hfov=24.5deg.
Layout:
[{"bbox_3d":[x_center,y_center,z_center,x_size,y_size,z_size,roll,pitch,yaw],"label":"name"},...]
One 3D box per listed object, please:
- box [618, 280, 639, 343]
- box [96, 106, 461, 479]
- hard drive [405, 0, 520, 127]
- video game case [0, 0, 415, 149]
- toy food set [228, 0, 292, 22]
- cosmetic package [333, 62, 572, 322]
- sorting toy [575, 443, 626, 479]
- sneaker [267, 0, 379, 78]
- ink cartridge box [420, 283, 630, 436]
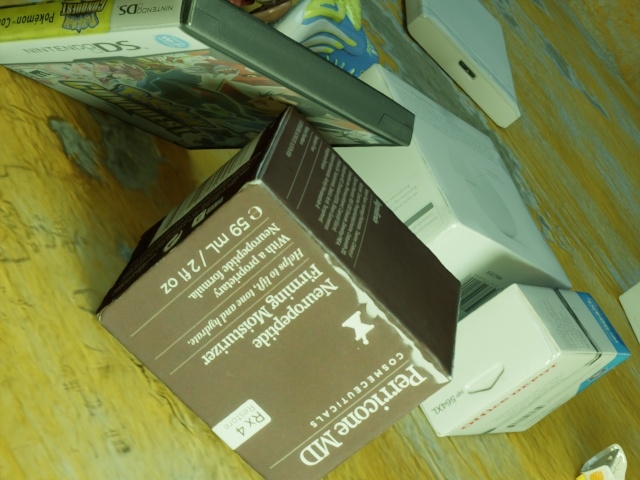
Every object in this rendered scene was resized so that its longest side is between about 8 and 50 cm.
[{"bbox_3d":[0.544,0.097,2.149,0.091,0.170,0.130,35,27,-36],"label":"box"},{"bbox_3d":[-0.024,0.044,1.101,0.203,0.168,0.167,45,21,-11],"label":"box"},{"bbox_3d":[0.225,-0.346,2.406,0.233,0.047,0.353,43,22,-20],"label":"hard drive"},{"bbox_3d":[-0.102,-0.127,1.169,0.275,0.248,0.035,24,73,-50],"label":"video game case"},{"bbox_3d":[-0.069,-0.278,1.625,0.071,0.128,0.218,70,26,-15],"label":"toy food set"},{"bbox_3d":[0.111,-0.028,1.532,0.224,0.138,0.225,26,33,-47],"label":"cosmetic package"},{"bbox_3d":[0.315,0.270,1.591,0.075,0.045,0.083,59,21,2],"label":"sorting toy"},{"bbox_3d":[0.014,-0.225,1.728,0.126,0.091,0.240,58,28,-3],"label":"sneaker"},{"bbox_3d":[0.193,0.118,1.441,0.203,0.148,0.086,11,45,-59],"label":"ink cartridge box"}]
